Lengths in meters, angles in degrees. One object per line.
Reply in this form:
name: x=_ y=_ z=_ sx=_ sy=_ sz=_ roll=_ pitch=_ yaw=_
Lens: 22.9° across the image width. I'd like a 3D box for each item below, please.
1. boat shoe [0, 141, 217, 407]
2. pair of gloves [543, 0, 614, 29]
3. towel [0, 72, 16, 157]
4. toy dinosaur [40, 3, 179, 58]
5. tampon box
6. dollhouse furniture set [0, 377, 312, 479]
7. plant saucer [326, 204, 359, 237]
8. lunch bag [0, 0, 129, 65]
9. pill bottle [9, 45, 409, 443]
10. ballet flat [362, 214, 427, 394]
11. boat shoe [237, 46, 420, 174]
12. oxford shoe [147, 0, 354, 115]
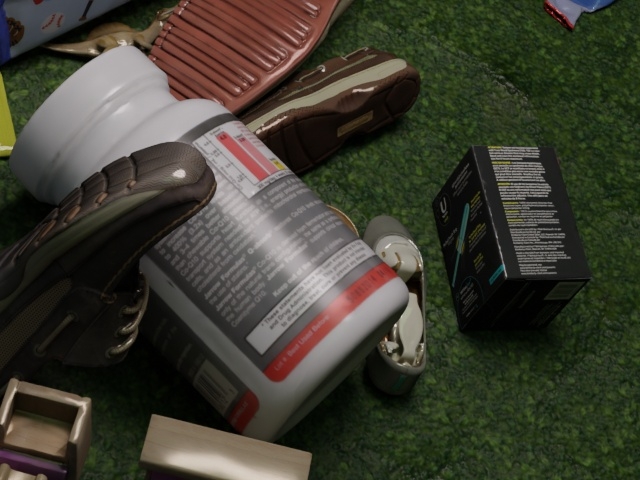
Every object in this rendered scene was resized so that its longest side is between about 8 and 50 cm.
boat shoe: x=-0.207 y=0.038 z=1.377 sx=0.130 sy=0.355 sz=0.132 roll=49 pitch=34 yaw=-14
pair of gloves: x=0.288 y=-0.355 z=1.979 sx=0.198 sy=0.023 sz=0.159 roll=40 pitch=54 yaw=4
towel: x=-0.424 y=-0.118 z=1.562 sx=0.237 sy=0.021 sz=0.102 roll=-6 pitch=68 yaw=-25
toy dinosaur: x=-0.224 y=-0.202 z=1.681 sx=0.183 sy=0.053 sz=0.092 roll=-15 pitch=50 yaw=-23
tampon box: x=0.199 y=-0.003 z=1.670 sx=0.101 sy=0.120 sz=0.161 roll=1 pitch=61 yaw=-20
dollhouse furniture set: x=-0.161 y=0.316 z=1.264 sx=0.286 sy=0.198 sz=0.303 roll=14 pitch=48 yaw=-3
plant saucer: x=0.000 y=0.000 z=1.656 sx=0.083 sy=0.015 sz=0.083 roll=10 pitch=58 yaw=-16
lunch bag: x=-0.305 y=-0.434 z=1.644 sx=0.328 sy=0.239 sz=0.385 roll=-28 pitch=67 yaw=-25
pill bottle: x=-0.109 y=-0.001 z=1.494 sx=0.363 sy=0.210 sz=0.210 roll=45 pitch=55 yaw=8
ballet flat: x=0.083 y=0.055 z=1.623 sx=0.072 sy=0.068 sz=0.213 roll=10 pitch=57 yaw=-16
boat shoe: x=-0.017 y=-0.141 z=1.702 sx=0.257 sy=0.095 sz=0.095 roll=-24 pitch=51 yaw=-32
oxford shoe: x=-0.047 y=-0.236 z=1.708 sx=0.140 sy=0.146 sz=0.397 roll=39 pitch=68 yaw=11
